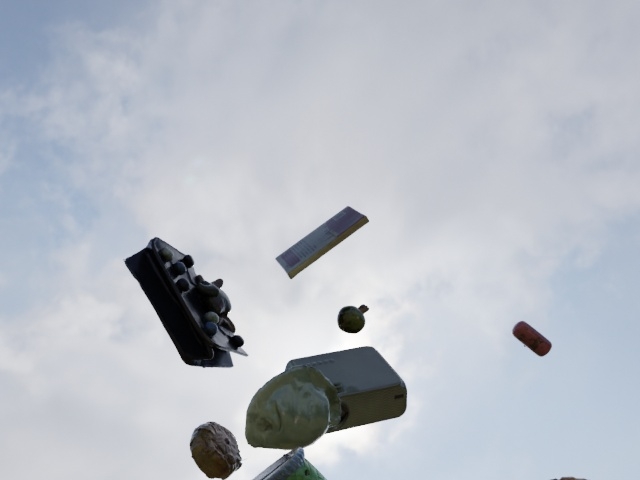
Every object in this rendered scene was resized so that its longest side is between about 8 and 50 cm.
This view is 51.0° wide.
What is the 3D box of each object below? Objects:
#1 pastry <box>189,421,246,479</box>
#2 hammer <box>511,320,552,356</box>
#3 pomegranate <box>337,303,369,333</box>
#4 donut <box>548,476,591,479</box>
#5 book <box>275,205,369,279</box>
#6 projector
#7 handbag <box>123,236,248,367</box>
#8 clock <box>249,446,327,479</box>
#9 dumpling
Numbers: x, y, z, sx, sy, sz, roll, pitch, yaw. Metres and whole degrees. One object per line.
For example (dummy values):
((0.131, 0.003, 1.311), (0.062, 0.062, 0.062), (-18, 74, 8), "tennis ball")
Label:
((-0.257, 0.514, 1.646), (0.153, 0.153, 0.081), (32, -69, -30), "pastry")
((0.418, 0.195, 1.332), (0.083, 0.043, 0.043), (38, -47, 5), "hammer")
((0.076, 0.183, 1.618), (0.073, 0.085, 0.073), (16, -22, 7), "pomegranate")
((0.454, 0.568, 1.142), (0.302, 0.303, 0.110), (5, -8, -5), "donut")
((0.000, 0.000, 1.629), (0.231, 0.162, 0.022), (-37, -72, -5), "book")
((0.058, 0.362, 1.631), (0.250, 0.198, 0.108), (-7, -69, -19), "projector")
((-0.303, 0.153, 1.624), (0.118, 0.326, 0.269), (-37, -20, 6), "handbag")
((-0.043, 0.412, 0.910), (0.193, 0.196, 0.100), (-33, -5, -14), "clock")
((-0.059, 0.343, 1.342), (0.219, 0.153, 0.108), (-6, -27, -33), "dumpling")
